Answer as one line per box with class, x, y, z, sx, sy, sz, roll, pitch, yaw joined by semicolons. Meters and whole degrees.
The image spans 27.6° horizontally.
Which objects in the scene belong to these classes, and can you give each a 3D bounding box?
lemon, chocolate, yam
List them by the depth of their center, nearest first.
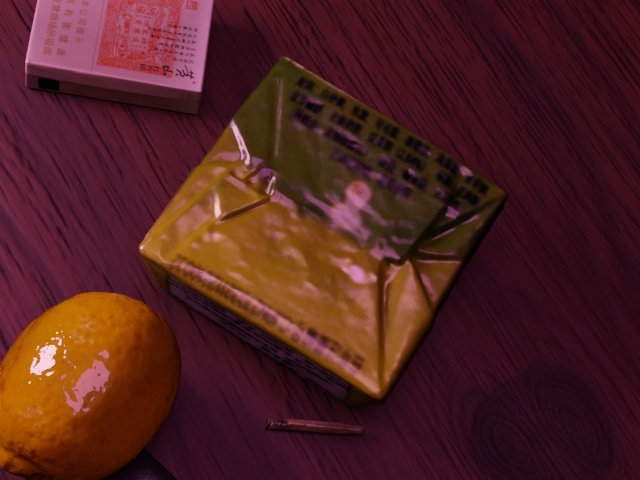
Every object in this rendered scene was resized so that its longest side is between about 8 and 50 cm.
lemon;-0.231;0.147;1.277;0.170;0.170;0.207;31;65;3
yam;-0.005;0.198;1.383;0.107;0.014;0.014;5;66;-10
chocolate;0.000;0.000;1.406;0.301;0.137;0.289;32;64;4

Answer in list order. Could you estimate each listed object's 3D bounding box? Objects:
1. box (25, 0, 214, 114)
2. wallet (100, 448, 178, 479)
box;-0.229;-0.230;1.500;0.201;0.058;0.141;10;65;-8
wallet;-0.148;0.316;1.295;0.244;0.025;0.124;43;65;9
